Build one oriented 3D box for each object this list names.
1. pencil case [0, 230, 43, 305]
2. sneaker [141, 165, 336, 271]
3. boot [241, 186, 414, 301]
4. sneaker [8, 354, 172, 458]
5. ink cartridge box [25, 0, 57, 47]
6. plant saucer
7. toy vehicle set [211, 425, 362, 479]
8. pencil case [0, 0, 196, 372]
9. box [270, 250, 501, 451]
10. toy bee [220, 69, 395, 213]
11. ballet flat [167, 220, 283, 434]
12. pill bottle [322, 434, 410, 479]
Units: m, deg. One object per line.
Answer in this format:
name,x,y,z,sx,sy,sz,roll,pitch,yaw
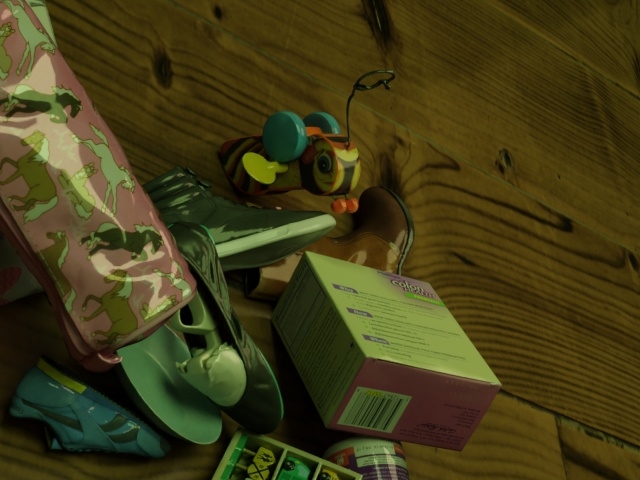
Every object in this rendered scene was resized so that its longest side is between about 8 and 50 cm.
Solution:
pencil case,-0.335,-0.001,1.442,0.113,0.124,0.273,27,25,28
sneaker,-0.122,-0.038,1.666,0.295,0.104,0.147,-13,71,-29
boot,0.000,0.000,1.851,0.280,0.096,0.264,17,57,-28
sneaker,-0.258,0.207,1.416,0.209,0.069,0.082,38,81,-38
ink cartridge box,-0.439,-0.265,1.485,0.207,0.117,0.283,1,51,-30
plant saucer,-0.192,0.167,1.495,0.195,0.037,0.195,48,15,-18
toy vehicle set,-0.066,0.344,1.455,0.166,0.035,0.267,20,39,5
pencil case,-0.280,-0.057,1.313,0.386,0.167,0.160,58,-3,-11
box,0.080,0.145,1.670,0.213,0.117,0.243,14,26,-30
toy bee,-0.018,-0.104,1.740,0.195,0.298,0.162,-9,81,-28
ballet flat,-0.139,0.115,1.517,0.096,0.095,0.281,-22,86,-54
pill bottle,0.069,0.351,1.592,0.108,0.108,0.194,17,49,-38
